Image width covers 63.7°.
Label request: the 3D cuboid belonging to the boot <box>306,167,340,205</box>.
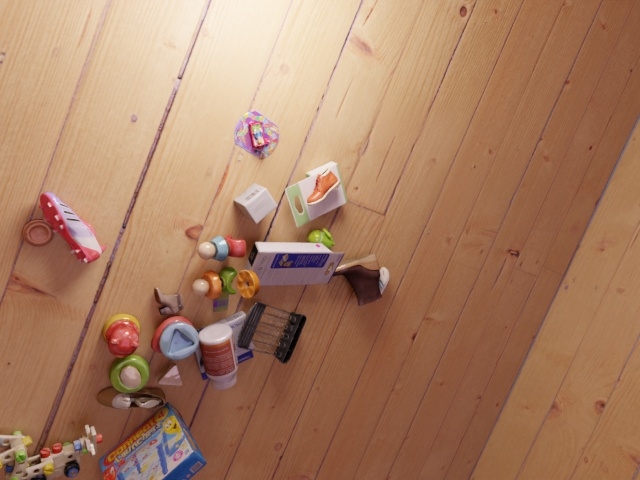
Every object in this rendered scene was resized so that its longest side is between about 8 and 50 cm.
[{"bbox_3d":[-0.004,-0.196,1.885,0.158,0.059,0.084,-45,121,-20],"label":"boot"}]

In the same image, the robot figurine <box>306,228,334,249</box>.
[{"bbox_3d":[0.000,0.000,2.015,0.115,0.067,0.101,25,117,-37],"label":"robot figurine"}]

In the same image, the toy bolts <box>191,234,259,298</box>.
[{"bbox_3d":[-0.333,0.101,1.756,0.159,0.218,0.228,-10,106,-44],"label":"toy bolts"}]

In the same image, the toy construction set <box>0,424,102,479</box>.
[{"bbox_3d":[-0.878,0.687,1.665,0.328,0.151,0.214,-4,109,-20],"label":"toy construction set"}]

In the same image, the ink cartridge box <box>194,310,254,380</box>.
[{"bbox_3d":[-0.363,0.406,1.945,0.223,0.045,0.223,-22,118,-24],"label":"ink cartridge box"}]

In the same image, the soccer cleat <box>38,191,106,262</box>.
[{"bbox_3d":[-0.734,-0.044,1.530,0.095,0.083,0.247,-52,127,-44],"label":"soccer cleat"}]

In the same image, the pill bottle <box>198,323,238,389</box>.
[{"bbox_3d":[-0.361,0.418,1.846,0.121,0.121,0.216,-17,115,-27],"label":"pill bottle"}]

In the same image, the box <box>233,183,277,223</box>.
[{"bbox_3d":[-0.227,-0.130,1.799,0.101,0.102,0.087,-42,123,-14],"label":"box"}]

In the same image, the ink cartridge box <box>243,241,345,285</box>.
[{"bbox_3d":[-0.101,0.090,1.948,0.371,0.069,0.175,3,130,-32],"label":"ink cartridge box"}]

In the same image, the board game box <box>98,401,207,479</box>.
[{"bbox_3d":[-0.584,0.764,1.776,0.308,0.302,0.086,-40,124,-15],"label":"board game box"}]

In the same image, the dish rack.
[{"bbox_3d":[-0.191,0.350,1.984,0.272,0.074,0.208,29,81,-49],"label":"dish rack"}]

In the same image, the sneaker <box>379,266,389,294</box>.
[{"bbox_3d":[0.243,0.190,2.249,0.075,0.057,0.161,14,102,-40],"label":"sneaker"}]

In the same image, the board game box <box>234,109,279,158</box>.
[{"bbox_3d":[-0.209,-0.361,1.768,0.169,0.033,0.133,30,90,-37],"label":"board game box"}]

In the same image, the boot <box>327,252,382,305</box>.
[{"bbox_3d":[0.151,0.176,2.141,0.249,0.090,0.206,-14,102,-29],"label":"boot"}]

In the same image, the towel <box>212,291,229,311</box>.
[{"bbox_3d":[-0.366,0.221,1.896,0.060,0.009,0.083,-6,111,-32],"label":"towel"}]

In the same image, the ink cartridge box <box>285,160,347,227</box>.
[{"bbox_3d":[-0.021,-0.175,1.945,0.235,0.056,0.171,-27,120,-19],"label":"ink cartridge box"}]

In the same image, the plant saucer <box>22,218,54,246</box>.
[{"bbox_3d":[-0.824,-0.021,1.508,0.084,0.013,0.083,-12,113,-28],"label":"plant saucer"}]

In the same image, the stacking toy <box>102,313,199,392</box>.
[{"bbox_3d":[-0.564,0.396,1.726,0.309,0.130,0.279,2,100,-26],"label":"stacking toy"}]

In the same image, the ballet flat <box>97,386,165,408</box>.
[{"bbox_3d":[-0.651,0.552,1.796,0.232,0.073,0.080,8,102,-34],"label":"ballet flat"}]

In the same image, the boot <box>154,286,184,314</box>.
[{"bbox_3d":[-0.519,0.202,1.776,0.087,0.042,0.118,-21,118,-33],"label":"boot"}]
